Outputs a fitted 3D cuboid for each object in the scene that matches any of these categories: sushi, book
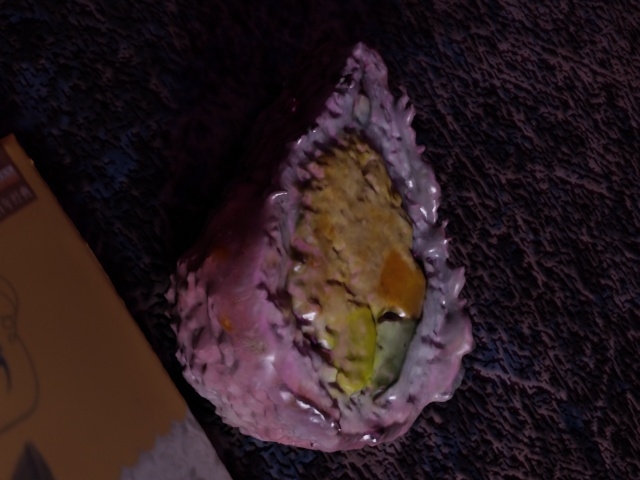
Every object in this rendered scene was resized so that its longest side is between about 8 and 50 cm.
[{"bbox_3d":[-0.014,0.006,0.987,0.161,0.107,0.241,-13,89,-39],"label":"sushi"},{"bbox_3d":[-0.137,0.155,0.862,0.389,0.032,0.269,58,35,-7],"label":"book"}]
